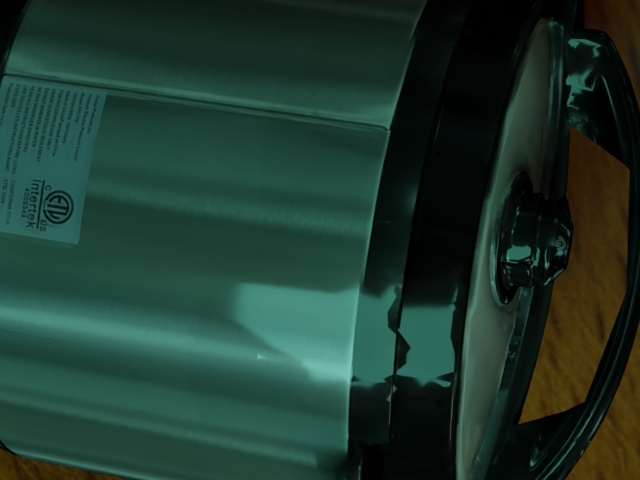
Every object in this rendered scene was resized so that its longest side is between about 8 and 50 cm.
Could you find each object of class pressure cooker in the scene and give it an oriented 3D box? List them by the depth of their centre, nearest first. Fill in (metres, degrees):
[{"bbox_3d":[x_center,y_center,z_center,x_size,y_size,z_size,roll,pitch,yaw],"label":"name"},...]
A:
[{"bbox_3d":[-0.002,0.001,1.133,0.420,0.375,0.370,8,124,13],"label":"pressure cooker"}]
